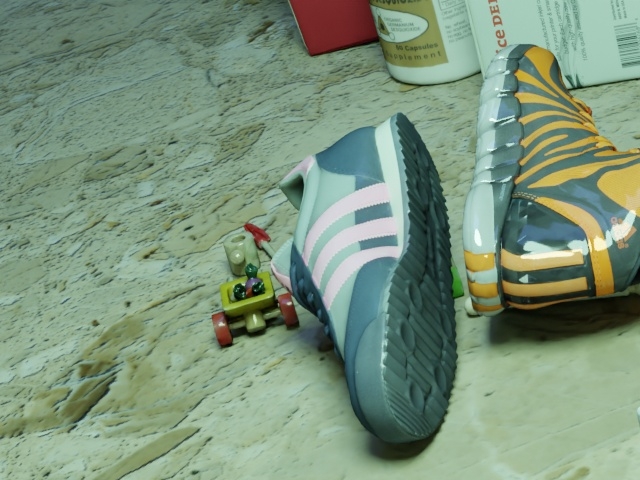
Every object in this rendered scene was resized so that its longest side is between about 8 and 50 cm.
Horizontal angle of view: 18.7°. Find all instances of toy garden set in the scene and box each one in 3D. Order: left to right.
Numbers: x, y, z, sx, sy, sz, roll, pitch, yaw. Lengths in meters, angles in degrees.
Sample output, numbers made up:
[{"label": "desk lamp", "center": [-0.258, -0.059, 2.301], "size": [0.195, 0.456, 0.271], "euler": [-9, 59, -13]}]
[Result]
[{"label": "toy garden set", "center": [0.000, 0.000, 1.657], "size": [0.204, 0.049, 0.244], "euler": [-16, 25, 0]}]

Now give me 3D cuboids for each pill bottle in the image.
[{"label": "pill bottle", "center": [0.104, -0.285, 1.959], "size": [0.131, 0.229, 0.131], "euler": [-14, 25, 7]}]

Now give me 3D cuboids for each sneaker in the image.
[{"label": "sneaker", "center": [0.026, 0.041, 1.474], "size": [0.131, 0.112, 0.319], "euler": [-20, 36, 20]}, {"label": "sneaker", "center": [0.215, -0.051, 1.531], "size": [0.180, 0.124, 0.321], "euler": [-4, 38, 12]}]

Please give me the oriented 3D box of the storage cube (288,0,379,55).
[{"label": "storage cube", "center": [0.058, -0.342, 2.132], "size": [0.193, 0.215, 0.184], "euler": [-15, 25, 18]}]

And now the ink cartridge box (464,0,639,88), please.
[{"label": "ink cartridge box", "center": [0.249, -0.230, 1.856], "size": [0.208, 0.153, 0.087], "euler": [-8, 26, 15]}]

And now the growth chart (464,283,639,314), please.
[{"label": "growth chart", "center": [0.225, -0.012, 1.581], "size": [0.172, 0.021, 0.237], "euler": [-4, 28, 23]}]

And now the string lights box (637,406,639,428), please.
[{"label": "string lights box", "center": [0.263, 0.187, 1.027], "size": [0.077, 0.133, 0.260], "euler": [-20, 26, -9]}]
